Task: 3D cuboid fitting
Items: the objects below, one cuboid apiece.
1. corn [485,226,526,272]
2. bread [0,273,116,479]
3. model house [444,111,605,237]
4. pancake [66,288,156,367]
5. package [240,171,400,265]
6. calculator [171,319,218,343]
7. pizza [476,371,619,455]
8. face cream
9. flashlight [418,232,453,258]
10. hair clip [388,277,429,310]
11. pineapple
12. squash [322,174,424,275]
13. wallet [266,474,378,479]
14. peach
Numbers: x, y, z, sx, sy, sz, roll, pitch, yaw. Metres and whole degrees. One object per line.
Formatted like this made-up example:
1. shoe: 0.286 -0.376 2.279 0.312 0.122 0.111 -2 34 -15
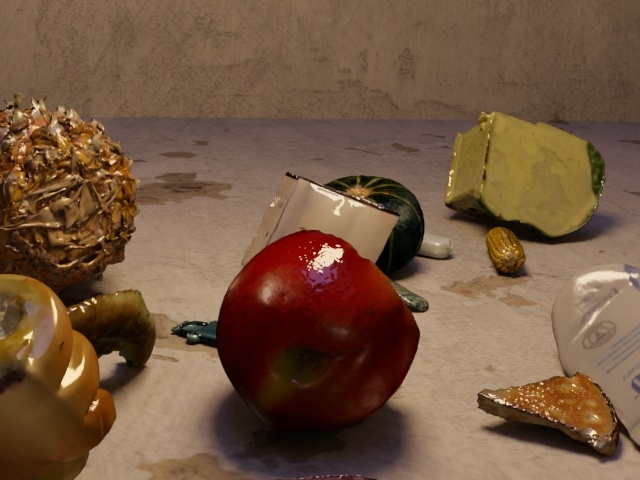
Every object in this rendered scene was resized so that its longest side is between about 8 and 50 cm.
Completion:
1. corn: 0.375 0.018 2.327 0.068 0.068 0.207 4 14 2
2. bread: -0.383 0.168 1.263 0.316 0.270 0.211 -16 49 14
3. model house: 0.440 -0.121 2.624 0.321 0.261 0.266 16 -14 -19
4. pancake: -0.318 0.153 1.548 0.054 0.197 0.376 47 16 15
5. package: 0.000 0.000 2.093 0.251 0.204 0.062 22 -9 27
6. calculator: -0.171 0.148 1.839 0.141 0.019 0.094 9 16 25
7. pizza: 0.308 0.235 1.575 0.195 0.052 0.185 7 23 -2
8. face cream: 0.473 0.148 1.712 0.235 0.137 0.420 -40 18 0
9. flashlight: 0.178 0.002 2.381 0.200 0.047 0.093 12 18 18
10. hair clip: 0.103 0.083 2.093 0.229 0.036 0.066 17 14 39
11. pineapple: -0.484 -0.079 1.976 0.352 0.352 0.300 -7 12 -32
12. squash: 0.079 -0.026 2.237 0.252 0.165 0.252 -2 29 1
13. wallet: -0.006 0.300 1.315 0.166 0.030 0.111 0 17 -10
14. peach: 0.000 0.114 1.566 0.281 0.281 0.338 6 16 9
